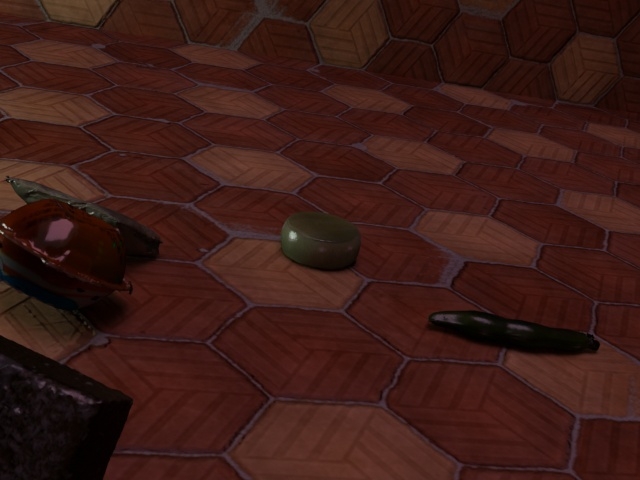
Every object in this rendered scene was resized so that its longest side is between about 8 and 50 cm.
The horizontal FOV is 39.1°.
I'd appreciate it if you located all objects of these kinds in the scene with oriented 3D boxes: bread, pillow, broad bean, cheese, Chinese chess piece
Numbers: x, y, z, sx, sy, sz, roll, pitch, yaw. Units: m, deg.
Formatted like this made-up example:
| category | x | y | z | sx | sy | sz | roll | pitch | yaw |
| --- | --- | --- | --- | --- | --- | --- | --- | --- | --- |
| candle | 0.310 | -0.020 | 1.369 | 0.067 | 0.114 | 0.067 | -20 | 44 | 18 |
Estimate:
| category | x | y | z | sx | sy | sz | roll | pitch | yaw |
| --- | --- | --- | --- | --- | --- | --- | --- | --- | --- |
| bread | -0.397 | 0.152 | 0.901 | 0.416 | 0.165 | 0.113 | 20 | 3 | 17 |
| pillow | -0.378 | -0.038 | 1.442 | 0.229 | 0.050 | 0.148 | 17 | -18 | 19 |
| broad bean | 0.315 | 0.147 | 1.439 | 0.297 | 0.043 | 0.060 | 11 | 12 | -6 |
| cheese | -0.377 | 0.009 | 1.293 | 0.217 | 0.129 | 0.329 | 28 | 0 | -29 |
| Chinese chess piece | 0.000 | 0.000 | 1.602 | 0.144 | 0.058 | 0.144 | 9 | 22 | -4 |
